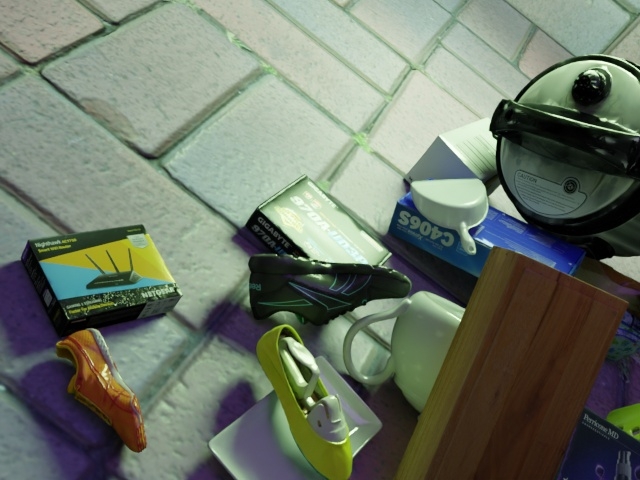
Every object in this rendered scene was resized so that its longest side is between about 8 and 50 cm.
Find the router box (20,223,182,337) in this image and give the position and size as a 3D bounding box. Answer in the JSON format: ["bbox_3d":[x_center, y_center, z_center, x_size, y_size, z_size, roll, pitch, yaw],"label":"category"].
[{"bbox_3d":[-0.297,0.050,1.089,0.179,0.046,0.133,-11,59,-46],"label":"router box"}]

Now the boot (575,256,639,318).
[{"bbox_3d":[0.646,0.125,1.779,0.295,0.104,0.211,21,-9,33],"label":"boot"}]

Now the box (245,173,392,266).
[{"bbox_3d":[0.000,0.000,1.391,0.220,0.051,0.175,44,37,5],"label":"box"}]

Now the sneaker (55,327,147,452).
[{"bbox_3d":[-0.267,0.190,0.973,0.067,0.064,0.175,-26,64,-30],"label":"sneaker"}]

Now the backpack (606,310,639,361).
[{"bbox_3d":[0.616,0.192,1.675,0.114,0.105,0.084,33,47,-12],"label":"backpack"}]

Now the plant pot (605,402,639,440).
[{"bbox_3d":[0.600,0.410,1.313,0.228,0.227,0.207,55,43,-8],"label":"plant pot"}]

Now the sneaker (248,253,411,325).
[{"bbox_3d":[0.013,0.081,1.256,0.267,0.101,0.106,6,86,-15],"label":"sneaker"}]

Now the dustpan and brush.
[{"bbox_3d":[0.256,-0.045,1.482,0.147,0.060,0.211,-3,27,-5],"label":"dustpan and brush"}]

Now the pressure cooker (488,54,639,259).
[{"bbox_3d":[0.561,-0.173,1.612,0.420,0.369,0.376,16,57,-46],"label":"pressure cooker"}]

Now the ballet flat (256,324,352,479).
[{"bbox_3d":[-0.015,0.214,1.084,0.077,0.077,0.231,-6,56,-45],"label":"ballet flat"}]

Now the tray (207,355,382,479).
[{"bbox_3d":[-0.030,0.273,1.101,0.145,0.030,0.270,46,37,10],"label":"tray"}]

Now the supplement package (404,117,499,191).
[{"bbox_3d":[0.323,-0.162,1.765,0.134,0.139,0.244,49,39,13],"label":"supplement package"}]

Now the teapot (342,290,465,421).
[{"bbox_3d":[0.202,0.207,1.253,0.256,0.187,0.252,34,7,38],"label":"teapot"}]

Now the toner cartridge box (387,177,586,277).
[{"bbox_3d":[0.322,0.002,1.551,0.347,0.075,0.165,28,34,20],"label":"toner cartridge box"}]

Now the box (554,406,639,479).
[{"bbox_3d":[0.394,0.377,1.221,0.153,0.108,0.207,31,68,-10],"label":"box"}]

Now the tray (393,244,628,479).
[{"bbox_3d":[0.256,0.235,1.105,0.202,0.411,0.076,22,2,-21],"label":"tray"}]
